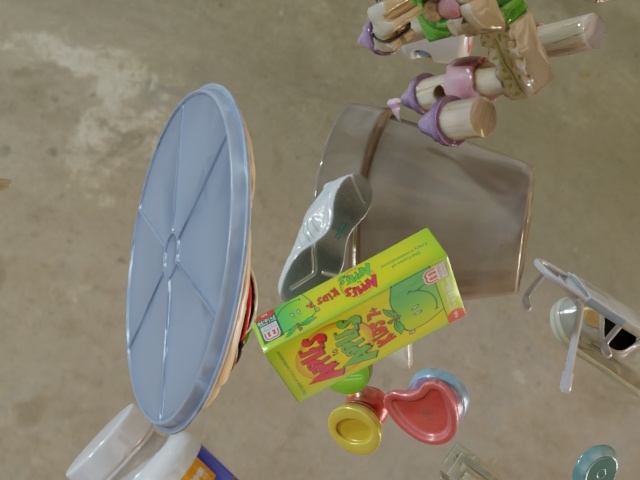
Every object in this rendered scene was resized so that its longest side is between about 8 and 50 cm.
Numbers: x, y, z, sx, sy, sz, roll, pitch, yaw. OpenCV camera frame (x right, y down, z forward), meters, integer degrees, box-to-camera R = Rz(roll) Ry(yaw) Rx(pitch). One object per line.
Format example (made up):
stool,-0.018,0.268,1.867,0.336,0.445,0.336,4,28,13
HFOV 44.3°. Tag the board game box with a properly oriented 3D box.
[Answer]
board game box,0.038,0.071,0.726,0.181,0.092,0.043,-28,46,-1

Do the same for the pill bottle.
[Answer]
pill bottle,-0.167,0.329,0.948,0.272,0.152,0.152,46,57,-7

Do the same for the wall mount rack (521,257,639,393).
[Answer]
wall mount rack,0.496,0.184,1.376,0.350,0.130,0.304,30,19,-13

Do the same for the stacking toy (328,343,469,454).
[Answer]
stacking toy,0.143,0.287,1.629,0.130,0.309,0.279,-42,114,-54

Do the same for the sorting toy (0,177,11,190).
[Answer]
sorting toy,-0.611,-0.111,1.321,0.132,0.274,0.046,7,80,-41

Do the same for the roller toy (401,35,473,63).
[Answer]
roller toy,0.236,-0.459,1.581,0.146,0.209,0.191,9,50,13

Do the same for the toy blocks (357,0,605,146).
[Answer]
toy blocks,0.105,-0.263,0.904,0.309,0.260,0.288,-40,113,-28

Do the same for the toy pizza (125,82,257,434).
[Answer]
toy pizza,-0.073,0.010,0.459,0.032,0.201,0.201,9,58,-27

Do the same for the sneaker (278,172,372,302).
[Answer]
sneaker,0.000,0.000,0.819,0.054,0.061,0.152,36,76,-24

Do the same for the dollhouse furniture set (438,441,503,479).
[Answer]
dollhouse furniture set,0.209,0.382,1.069,0.129,0.184,0.129,35,91,7

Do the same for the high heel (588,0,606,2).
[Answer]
high heel,0.516,-0.413,1.111,0.127,0.181,0.377,-23,36,-39

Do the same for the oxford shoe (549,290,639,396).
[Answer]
oxford shoe,0.696,0.235,1.727,0.449,0.130,0.169,28,54,-26

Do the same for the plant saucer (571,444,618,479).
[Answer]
plant saucer,0.592,0.494,1.678,0.119,0.119,0.021,-6,18,-19

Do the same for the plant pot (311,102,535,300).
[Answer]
plant pot,0.163,-0.032,1.164,0.280,0.323,0.323,8,55,18
